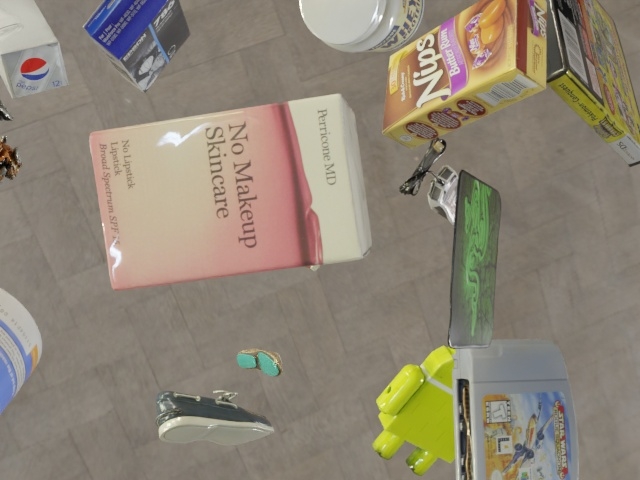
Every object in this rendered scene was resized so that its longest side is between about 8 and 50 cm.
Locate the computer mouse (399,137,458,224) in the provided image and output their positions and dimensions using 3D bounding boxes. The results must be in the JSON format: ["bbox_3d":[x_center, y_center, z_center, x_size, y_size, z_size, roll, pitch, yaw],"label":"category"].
[{"bbox_3d":[0.190,-0.083,1.148,0.106,0.042,0.193,-61,143,-8],"label":"computer mouse"}]

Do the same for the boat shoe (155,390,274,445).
[{"bbox_3d":[-0.182,0.308,1.246,0.095,0.079,0.254,-39,144,29],"label":"boat shoe"}]

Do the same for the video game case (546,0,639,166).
[{"bbox_3d":[0.366,-0.270,0.999,0.248,0.035,0.274,27,51,-38],"label":"video game case"}]

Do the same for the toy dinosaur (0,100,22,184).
[{"bbox_3d":[-0.593,-0.166,1.082,0.218,0.164,0.322,-46,135,-10],"label":"toy dinosaur"}]

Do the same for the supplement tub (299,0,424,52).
[{"bbox_3d":[0.104,-0.580,1.748,0.235,0.325,0.235,6,107,22],"label":"supplement tub"}]

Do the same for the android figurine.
[{"bbox_3d":[0.221,0.294,1.263,0.248,0.056,0.273,34,104,-24],"label":"android figurine"}]

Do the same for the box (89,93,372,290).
[{"bbox_3d":[-0.077,-0.043,0.679,0.232,0.127,0.148,-8,92,8],"label":"box"}]

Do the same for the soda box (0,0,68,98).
[{"bbox_3d":[-0.534,-0.370,1.234,0.098,0.286,0.091,-21,145,-23],"label":"soda box"}]

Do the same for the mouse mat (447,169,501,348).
[{"bbox_3d":[0.174,0.026,0.800,0.153,0.007,0.189,12,80,-59],"label":"mouse mat"}]

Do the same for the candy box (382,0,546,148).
[{"bbox_3d":[0.149,-0.181,0.766,0.053,0.187,0.109,21,64,-31],"label":"candy box"}]

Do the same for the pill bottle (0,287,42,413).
[{"bbox_3d":[-0.414,0.170,0.720,0.152,0.272,0.152,6,123,9],"label":"pill bottle"}]

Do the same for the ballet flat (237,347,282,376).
[{"bbox_3d":[-0.151,0.325,1.962,0.067,0.206,0.073,-16,103,-37],"label":"ballet flat"}]

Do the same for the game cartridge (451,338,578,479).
[{"bbox_3d":[0.289,0.294,1.052,0.198,0.062,0.297,2,81,-22],"label":"game cartridge"}]

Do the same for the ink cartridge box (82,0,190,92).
[{"bbox_3d":[-0.329,-0.389,1.334,0.065,0.333,0.165,38,88,-2],"label":"ink cartridge box"}]

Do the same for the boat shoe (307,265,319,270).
[{"bbox_3d":[0.000,0.000,1.596,0.049,0.043,0.137,16,103,-61],"label":"boat shoe"}]
